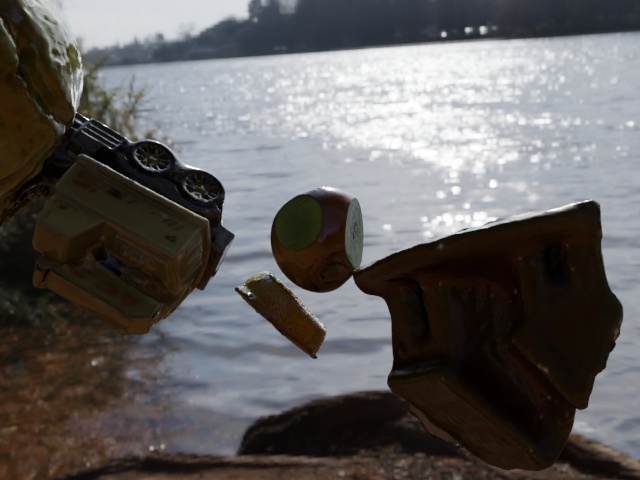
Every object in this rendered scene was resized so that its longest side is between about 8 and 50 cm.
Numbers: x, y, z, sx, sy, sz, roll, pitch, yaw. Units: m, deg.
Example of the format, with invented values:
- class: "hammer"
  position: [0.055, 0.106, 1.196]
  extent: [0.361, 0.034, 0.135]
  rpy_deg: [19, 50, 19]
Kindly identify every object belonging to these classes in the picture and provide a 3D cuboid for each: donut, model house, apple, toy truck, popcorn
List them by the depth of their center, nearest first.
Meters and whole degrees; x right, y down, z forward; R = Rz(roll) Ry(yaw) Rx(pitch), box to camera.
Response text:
- class: "popcorn"
  position: [-0.310, -0.138, 0.792]
  extent: [0.183, 0.204, 0.221]
  rpy_deg: [13, 52, 33]
- class: "model house"
  position: [0.172, 0.102, 0.883]
  extent: [0.173, 0.239, 0.268]
  rpy_deg: [-7, -9, -22]
- class: "toy truck"
  position: [-0.323, -0.048, 1.208]
  extent: [0.405, 0.181, 0.254]
  rpy_deg: [31, 39, -1]
- class: "apple"
  position: [0.002, 0.003, 1.491]
  extent: [0.163, 0.147, 0.146]
  rpy_deg: [-27, -35, 19]
- class: "donut"
  position: [-0.057, 0.114, 1.496]
  extent: [0.162, 0.065, 0.178]
  rpy_deg: [40, -6, 33]

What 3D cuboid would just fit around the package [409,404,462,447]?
- class: "package"
  position: [0.260, 0.264, 1.557]
  extent: [0.250, 0.204, 0.062]
  rpy_deg: [16, 34, 26]
